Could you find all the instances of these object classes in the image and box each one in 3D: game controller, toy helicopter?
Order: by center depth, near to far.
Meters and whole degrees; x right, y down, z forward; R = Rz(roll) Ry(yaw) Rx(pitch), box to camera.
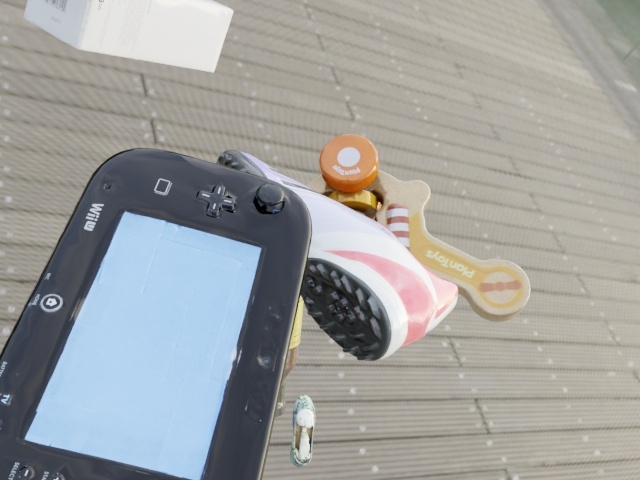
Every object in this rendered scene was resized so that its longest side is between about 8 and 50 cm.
[{"bbox_3d":[-0.105,0.065,0.478,0.166,0.067,0.319,21,47,-11],"label":"game controller"},{"bbox_3d":[0.110,0.024,1.035,0.355,0.140,0.235,25,68,17],"label":"toy helicopter"}]

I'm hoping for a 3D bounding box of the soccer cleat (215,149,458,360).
[{"bbox_3d":[0.000,0.000,0.780,0.116,0.108,0.318,-17,42,-36],"label":"soccer cleat"}]

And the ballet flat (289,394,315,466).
[{"bbox_3d":[-0.041,0.509,1.999,0.070,0.070,0.188,6,83,-32],"label":"ballet flat"}]

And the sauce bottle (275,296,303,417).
[{"bbox_3d":[-0.094,0.184,1.489,0.111,0.344,0.111,7,15,-2],"label":"sauce bottle"}]

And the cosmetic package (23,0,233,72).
[{"bbox_3d":[-0.383,-0.468,1.545,0.197,0.155,0.365,32,20,31],"label":"cosmetic package"}]
